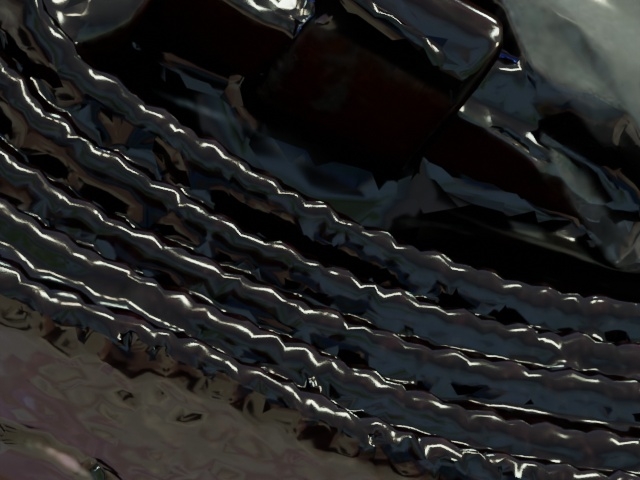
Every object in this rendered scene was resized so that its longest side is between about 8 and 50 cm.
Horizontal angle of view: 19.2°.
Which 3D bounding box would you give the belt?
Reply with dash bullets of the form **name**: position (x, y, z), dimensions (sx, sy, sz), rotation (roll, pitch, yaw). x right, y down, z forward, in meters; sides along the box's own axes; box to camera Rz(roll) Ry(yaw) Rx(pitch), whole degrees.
- **belt**: position (0.000, 0.000, 0.436), dimensions (0.289, 0.184, 0.164), rotation (23, -35, -8)
